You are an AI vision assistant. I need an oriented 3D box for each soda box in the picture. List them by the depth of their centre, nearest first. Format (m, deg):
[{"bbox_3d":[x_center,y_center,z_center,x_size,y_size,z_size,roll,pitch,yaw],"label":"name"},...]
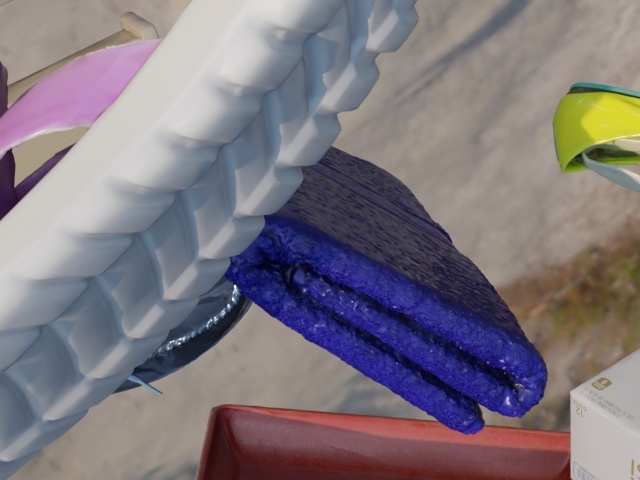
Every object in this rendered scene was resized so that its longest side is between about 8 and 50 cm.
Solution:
[{"bbox_3d":[0.234,0.140,0.880,0.074,0.216,0.069,-28,130,-28],"label":"soda box"}]

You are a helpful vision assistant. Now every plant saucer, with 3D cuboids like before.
[{"bbox_3d":[0.050,0.182,0.982,0.258,0.259,0.047,5,110,0],"label":"plant saucer"}]

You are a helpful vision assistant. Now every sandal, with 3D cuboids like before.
[{"bbox_3d":[-0.081,-0.040,0.658,0.416,0.102,0.169,-48,163,0],"label":"sandal"}]

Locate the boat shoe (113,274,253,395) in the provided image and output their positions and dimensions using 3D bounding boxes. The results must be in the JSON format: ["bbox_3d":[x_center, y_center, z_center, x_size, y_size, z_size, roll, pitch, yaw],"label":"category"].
[{"bbox_3d":[-0.163,0.063,0.999,0.258,0.109,0.089,-24,170,9],"label":"boat shoe"}]

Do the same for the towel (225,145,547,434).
[{"bbox_3d":[0.000,0.000,1.034,0.228,0.308,0.076,27,103,-23],"label":"towel"}]

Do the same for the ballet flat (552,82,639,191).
[{"bbox_3d":[0.285,-0.067,1.214,0.231,0.077,0.077,7,158,19],"label":"ballet flat"}]

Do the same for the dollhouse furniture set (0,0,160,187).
[{"bbox_3d":[-0.265,-0.139,1.228,0.198,0.303,0.286,-29,123,-18],"label":"dollhouse furniture set"}]
